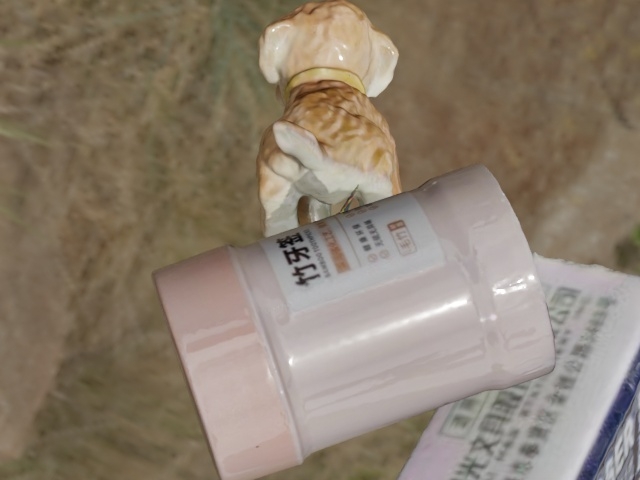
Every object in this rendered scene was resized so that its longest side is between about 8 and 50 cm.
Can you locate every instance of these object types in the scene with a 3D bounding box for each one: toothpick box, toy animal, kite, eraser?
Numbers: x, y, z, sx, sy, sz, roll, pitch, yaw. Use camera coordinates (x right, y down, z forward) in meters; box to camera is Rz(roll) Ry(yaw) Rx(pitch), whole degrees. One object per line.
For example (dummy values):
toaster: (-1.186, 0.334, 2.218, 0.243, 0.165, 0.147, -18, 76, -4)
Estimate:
toothpick box: (0.013, 0.035, 0.831, 0.149, 0.098, 0.098, -18, 128, -6)
toy animal: (0.001, -0.099, 1.282, 0.184, 0.104, 0.185, 63, 26, -59)
kite: (0.000, 0.000, 1.179, 0.122, 0.004, 0.090, -56, 177, 40)
eraser: (0.083, 0.146, 0.911, 0.287, 0.086, 0.130, -56, 151, -38)
